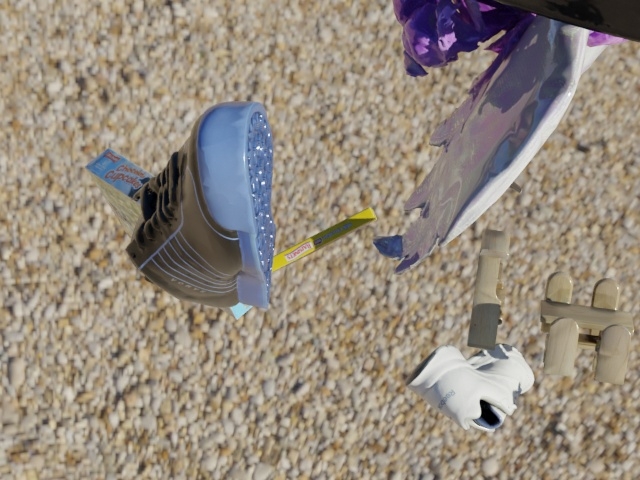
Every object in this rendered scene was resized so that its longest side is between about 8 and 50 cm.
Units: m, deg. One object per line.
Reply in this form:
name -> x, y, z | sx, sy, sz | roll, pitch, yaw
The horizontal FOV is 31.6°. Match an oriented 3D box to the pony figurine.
pony figurine -> 0.140, -0.185, 0.723 | 0.363, 0.351, 0.303 | 45, 35, -2

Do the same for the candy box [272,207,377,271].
candy box -> 0.000, 0.000, 1.925 | 0.206, 0.105, 0.027 | -27, 91, 4

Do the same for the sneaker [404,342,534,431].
sneaker -> 0.247, 0.235, 1.721 | 0.297, 0.111, 0.129 | 2, 42, -52

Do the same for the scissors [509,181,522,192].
scissors -> 0.304, -0.121, 2.022 | 0.109, 0.021, 0.297 | 5, 18, 6

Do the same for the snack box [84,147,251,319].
snack box -> -0.235, -0.015, 1.783 | 0.060, 0.187, 0.322 | -41, 43, -18

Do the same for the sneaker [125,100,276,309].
sneaker -> -0.074, -0.012, 0.676 | 0.090, 0.232, 0.081 | 4, 67, 0

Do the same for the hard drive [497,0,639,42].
hard drive -> 0.100, -0.187, 0.570 | 0.254, 0.172, 0.054 | 25, 68, 19

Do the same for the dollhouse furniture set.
dollhouse furniture set -> 0.357, 0.089, 1.731 | 0.242, 0.161, 0.212 | 8, 18, 9
